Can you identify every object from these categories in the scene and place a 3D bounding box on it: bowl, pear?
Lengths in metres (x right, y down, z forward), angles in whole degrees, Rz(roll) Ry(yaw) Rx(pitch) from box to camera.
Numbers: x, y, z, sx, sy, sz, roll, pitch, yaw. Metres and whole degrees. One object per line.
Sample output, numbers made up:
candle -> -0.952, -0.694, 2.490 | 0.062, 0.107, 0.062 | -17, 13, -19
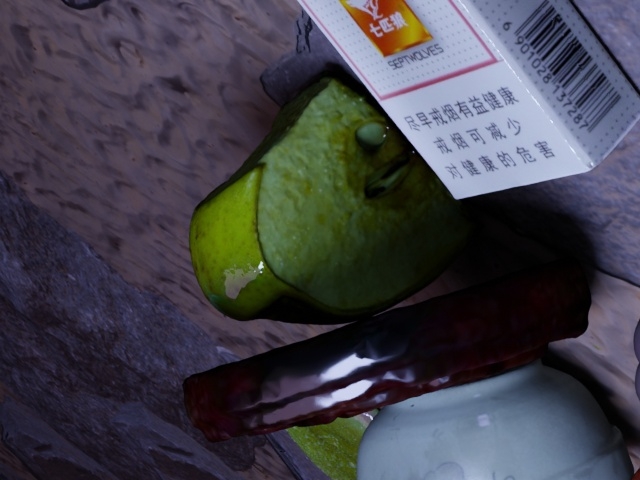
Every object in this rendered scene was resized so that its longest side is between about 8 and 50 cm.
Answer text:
bowl -> 0.171, 0.220, 1.790 | 0.307, 0.307, 0.163 | -11, 94, 61
pear -> 0.000, 0.000, 1.707 | 0.238, 0.255, 0.164 | 44, 155, -14

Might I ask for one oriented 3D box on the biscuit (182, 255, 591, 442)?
biscuit -> 0.068, 0.114, 1.617 | 0.407, 0.407, 0.091 | -23, 83, 64

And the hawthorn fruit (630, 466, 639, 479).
hawthorn fruit -> 0.384, 0.280, 1.661 | 0.173, 0.173, 0.173 | 34, 154, 19

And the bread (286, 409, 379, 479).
bread -> 0.042, 0.294, 2.366 | 0.301, 0.045, 0.301 | 35, 155, 18

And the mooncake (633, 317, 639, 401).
mooncake -> 0.412, 0.129, 1.408 | 0.306, 0.154, 0.306 | 37, 156, 19

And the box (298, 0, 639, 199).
box -> 0.099, -0.195, 1.427 | 0.330, 0.095, 0.210 | 49, 155, -15
